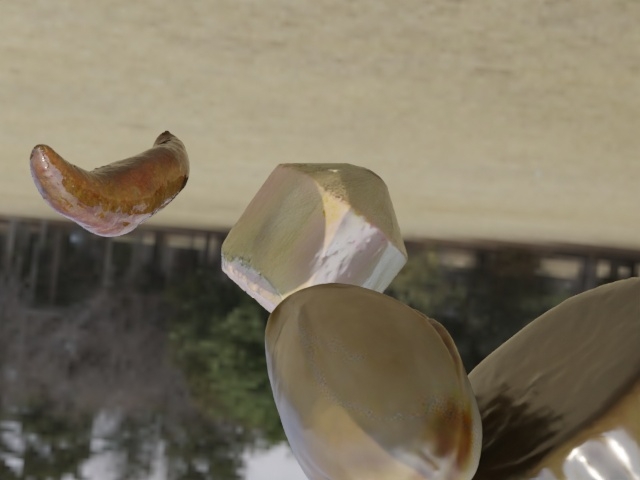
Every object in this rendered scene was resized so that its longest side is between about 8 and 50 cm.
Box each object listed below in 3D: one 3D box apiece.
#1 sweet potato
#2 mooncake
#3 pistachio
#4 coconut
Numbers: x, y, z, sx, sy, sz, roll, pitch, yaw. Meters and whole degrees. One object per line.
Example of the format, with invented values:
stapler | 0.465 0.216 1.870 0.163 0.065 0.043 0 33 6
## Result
sweet potato | -0.157 -0.043 1.295 0.058 0.078 0.255 1 -174 20
mooncake | 0.203 0.172 1.295 0.290 0.161 0.290 -37 -169 8
pistachio | 0.038 0.111 1.197 0.144 0.144 0.215 5 -148 -31
coconut | 0.000 0.000 1.462 0.147 0.153 0.147 36 172 6
